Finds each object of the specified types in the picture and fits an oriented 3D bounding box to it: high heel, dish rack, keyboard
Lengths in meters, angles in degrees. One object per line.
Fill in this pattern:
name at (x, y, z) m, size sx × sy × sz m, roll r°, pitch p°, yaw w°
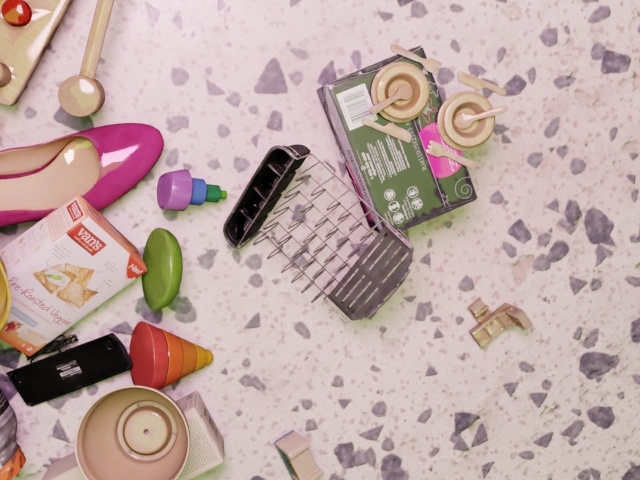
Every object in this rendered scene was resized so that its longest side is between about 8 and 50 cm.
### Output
high heel at (-0.414, -0.091, 1.078) m, size 0.377 × 0.181 × 0.127 m, roll -27°, pitch 81°, yaw -3°
dish rack at (0.000, 0.000, 1.140) m, size 0.271 × 0.074 × 0.208 m, roll 43°, pitch 128°, yaw 9°
keyboard at (-0.406, 0.193, 1.211) m, size 0.192 × 0.038 × 0.100 m, roll -20°, pitch 111°, yaw 3°

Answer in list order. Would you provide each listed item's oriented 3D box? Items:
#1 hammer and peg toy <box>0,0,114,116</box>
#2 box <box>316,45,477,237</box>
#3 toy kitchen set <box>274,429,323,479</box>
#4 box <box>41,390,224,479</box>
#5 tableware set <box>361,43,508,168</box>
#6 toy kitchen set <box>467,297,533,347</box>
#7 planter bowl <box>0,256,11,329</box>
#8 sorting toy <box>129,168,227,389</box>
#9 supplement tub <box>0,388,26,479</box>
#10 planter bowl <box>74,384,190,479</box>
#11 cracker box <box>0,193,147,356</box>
hammer and peg toy at (-0.445, -0.341, 1.075) m, size 0.361 × 0.127 × 0.266 m, roll 28°, pitch 92°, yaw -11°
box at (0.113, -0.152, 1.172) m, size 0.163 × 0.142 × 0.247 m, roll -23°, pitch 100°, yaw -3°
toy kitchen set at (-0.094, 0.445, 1.266) m, size 0.207 × 0.122 × 0.166 m, roll -30°, pitch 102°, yaw -23°
box at (-0.300, 0.362, 1.217) m, size 0.275 × 0.094 × 0.113 m, roll -25°, pitch 100°, yaw -3°
tableware set at (0.166, -0.192, 1.079) m, size 0.194 × 0.039 × 0.128 m, roll 20°, pitch 95°, yaw -9°
toy kitchen set at (0.295, 0.135, 1.273) m, size 0.083 × 0.075 × 0.068 m, roll -38°, pitch 100°, yaw -5°
planter bowl at (-0.503, 0.033, 1.001) m, size 0.217 × 0.090 × 0.217 m, roll 2°, pitch 118°, yaw 3°
sorting toy at (-0.211, 0.071, 1.194) m, size 0.126 × 0.127 × 0.366 m, roll 5°, pitch 101°, yaw -32°
supplement tub at (-0.585, 0.239, 1.109) m, size 0.193 × 0.193 × 0.316 m, roll -28°, pitch 101°, yaw -3°
planter bowl at (-0.267, 0.292, 1.111) m, size 0.162 × 0.109 × 0.162 m, roll 0°, pitch 85°, yaw -1°
cracker box at (-0.403, 0.056, 1.130) m, size 0.232 × 0.067 × 0.156 m, roll -37°, pitch 140°, yaw -1°
